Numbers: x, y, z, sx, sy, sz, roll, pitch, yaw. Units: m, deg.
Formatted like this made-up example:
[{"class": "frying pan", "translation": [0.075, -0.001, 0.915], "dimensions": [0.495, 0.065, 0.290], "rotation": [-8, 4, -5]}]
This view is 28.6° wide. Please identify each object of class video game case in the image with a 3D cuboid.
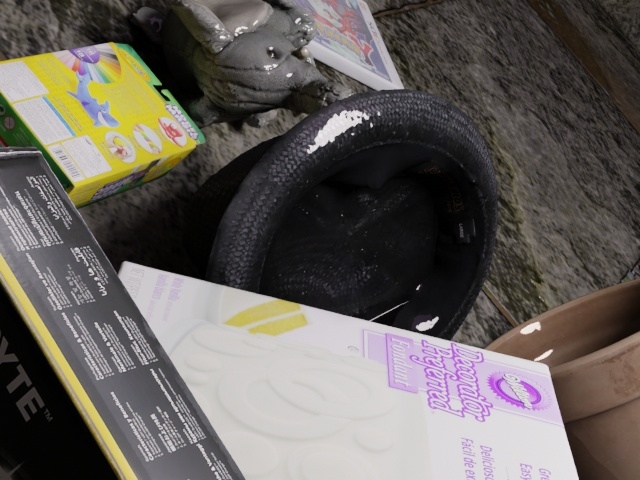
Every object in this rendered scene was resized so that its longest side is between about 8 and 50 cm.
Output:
[{"class": "video game case", "translation": [0.015, -0.286, 1.648], "dimensions": [0.201, 0.023, 0.183], "rotation": [20, 39, -42]}]

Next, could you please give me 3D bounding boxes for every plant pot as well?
[{"class": "plant pot", "translation": [0.311, 0.186, 1.275], "dimensions": [0.229, 0.263, 0.263], "rotation": [65, 28, -4]}]

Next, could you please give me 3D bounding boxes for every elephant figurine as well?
[{"class": "elephant figurine", "translation": [-0.080, -0.172, 1.197], "dimensions": [0.169, 0.186, 0.239], "rotation": [56, 13, -16]}]

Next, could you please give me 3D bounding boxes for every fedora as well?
[{"class": "fedora", "translation": [0.000, 0.000, 1.089], "dimensions": [0.334, 0.334, 0.152], "rotation": [14, 9, -47]}]

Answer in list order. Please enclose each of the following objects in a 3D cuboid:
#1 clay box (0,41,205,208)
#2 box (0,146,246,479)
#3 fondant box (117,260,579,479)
[{"class": "clay box", "translation": [-0.199, -0.101, 1.079], "dimensions": [0.127, 0.053, 0.222], "rotation": [51, 27, 5]}, {"class": "box", "translation": [-0.153, 0.159, 0.601], "dimensions": [0.322, 0.257, 0.079], "rotation": [57, 30, 13]}, {"class": "fondant box", "translation": [-0.001, 0.140, 0.835], "dimensions": [0.330, 0.096, 0.238], "rotation": [15, 25, -6]}]
